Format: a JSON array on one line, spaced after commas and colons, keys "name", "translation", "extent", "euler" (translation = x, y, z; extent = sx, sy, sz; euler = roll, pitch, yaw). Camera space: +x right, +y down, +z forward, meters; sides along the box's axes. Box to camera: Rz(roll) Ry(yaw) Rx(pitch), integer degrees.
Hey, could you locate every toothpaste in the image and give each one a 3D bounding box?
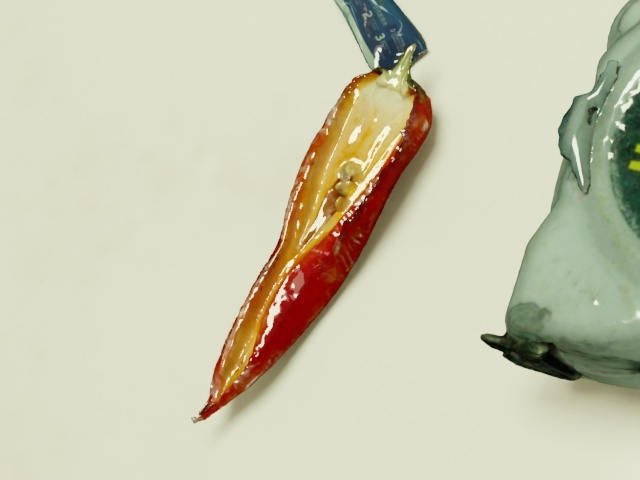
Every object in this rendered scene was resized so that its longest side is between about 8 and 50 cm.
[{"name": "toothpaste", "translation": [0.017, -0.105, 0.647], "extent": [0.027, 0.019, 0.083], "euler": [-28, 62, -5]}]

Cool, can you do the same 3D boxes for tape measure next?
[{"name": "tape measure", "translation": [0.177, -0.096, 0.520], "extent": [0.164, 0.084, 0.330], "euler": [17, 79, 29]}]

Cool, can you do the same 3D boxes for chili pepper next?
[{"name": "chili pepper", "translation": [0.000, 0.000, 0.606], "extent": [0.045, 0.027, 0.178], "euler": [24, 81, 37]}]
